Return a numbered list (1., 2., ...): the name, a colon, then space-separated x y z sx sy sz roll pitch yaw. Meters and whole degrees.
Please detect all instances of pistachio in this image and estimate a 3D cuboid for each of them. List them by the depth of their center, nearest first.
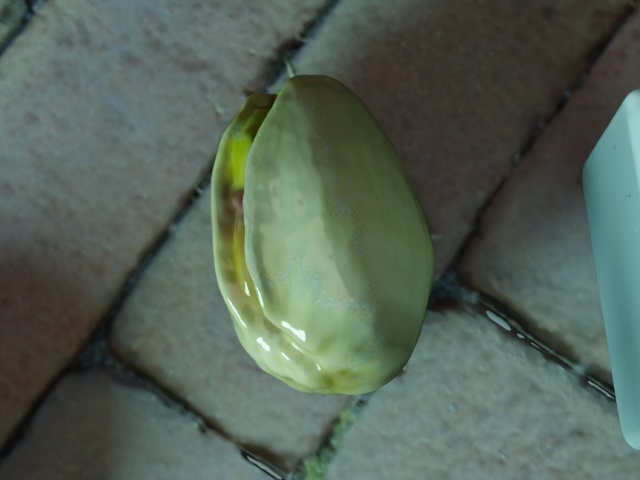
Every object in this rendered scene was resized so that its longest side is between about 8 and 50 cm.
1. pistachio: 0.000 0.000 0.932 0.145 0.117 0.201 2 68 -36

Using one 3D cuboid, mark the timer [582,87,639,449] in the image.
1. timer: 0.272 0.013 0.872 0.195 0.194 0.192 -7 80 1
